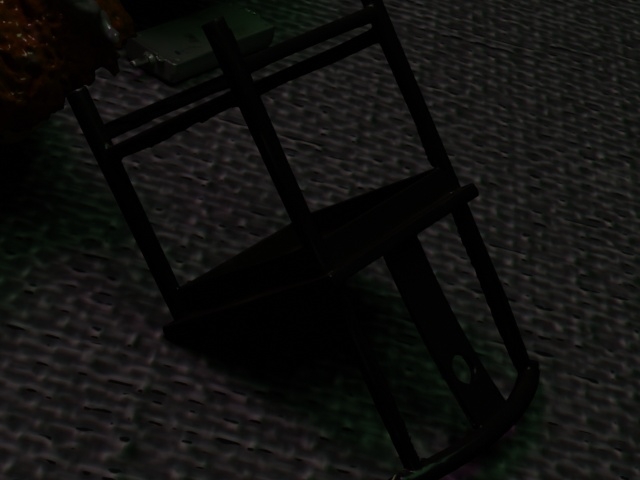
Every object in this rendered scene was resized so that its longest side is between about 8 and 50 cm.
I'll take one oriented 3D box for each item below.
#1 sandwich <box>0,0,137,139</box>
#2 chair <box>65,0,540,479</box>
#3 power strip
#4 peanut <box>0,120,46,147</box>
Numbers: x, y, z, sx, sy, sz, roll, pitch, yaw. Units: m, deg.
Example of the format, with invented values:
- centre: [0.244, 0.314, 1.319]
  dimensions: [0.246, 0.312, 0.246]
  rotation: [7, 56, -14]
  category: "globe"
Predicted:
- centre: [-0.204, -0.146, 0.803]
  dimensions: [0.160, 0.109, 0.185]
  rotation: [-34, 84, -15]
  category: "sandwich"
- centre: [0.000, 0.000, 0.814]
  dimensions: [0.154, 0.141, 0.260]
  rotation: [-31, 100, -46]
  category: "chair"
- centre: [-0.091, -0.144, 1.073]
  dimensions: [0.051, 0.019, 0.136]
  rotation: [33, 38, 22]
  category: "power strip"
- centre: [-0.257, -0.156, 0.944]
  dimensions: [0.125, 0.111, 0.274]
  rotation: [14, 24, -44]
  category: "peanut"
